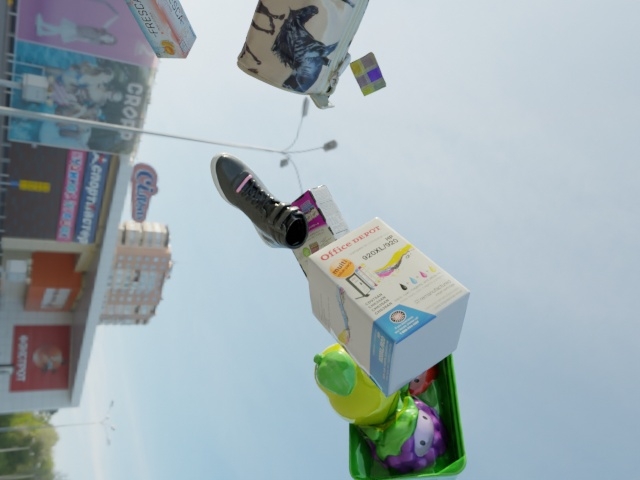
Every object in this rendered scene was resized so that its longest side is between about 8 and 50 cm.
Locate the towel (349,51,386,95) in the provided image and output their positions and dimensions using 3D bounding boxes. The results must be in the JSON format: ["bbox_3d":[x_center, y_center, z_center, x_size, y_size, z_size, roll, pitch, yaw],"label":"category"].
[{"bbox_3d":[0.105,-0.369,1.252,0.009,0.060,0.083,-56,123,-80],"label":"towel"}]

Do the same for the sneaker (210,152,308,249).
[{"bbox_3d":[-0.128,-0.090,1.313,0.147,0.295,0.104,9,-127,50],"label":"sneaker"}]

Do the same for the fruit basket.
[{"bbox_3d":[0.156,0.332,1.239,0.283,0.392,0.391,-11,-109,14],"label":"fruit basket"}]

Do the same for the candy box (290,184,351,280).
[{"bbox_3d":[0.000,0.000,1.428,0.159,0.071,0.233,-34,-99,44],"label":"candy box"}]

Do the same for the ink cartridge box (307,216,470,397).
[{"bbox_3d":[0.111,0.110,0.998,0.233,0.171,0.168,43,-30,36],"label":"ink cartridge box"}]

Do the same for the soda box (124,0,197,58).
[{"bbox_3d":[-0.273,-0.388,0.930,0.183,0.063,0.058,69,32,-57],"label":"soda box"}]

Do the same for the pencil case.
[{"bbox_3d":[0.027,-0.410,0.833,0.184,0.160,0.410,33,-65,11],"label":"pencil case"}]
